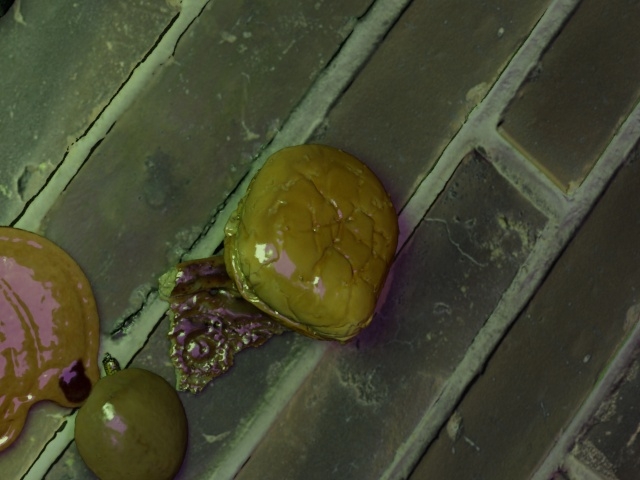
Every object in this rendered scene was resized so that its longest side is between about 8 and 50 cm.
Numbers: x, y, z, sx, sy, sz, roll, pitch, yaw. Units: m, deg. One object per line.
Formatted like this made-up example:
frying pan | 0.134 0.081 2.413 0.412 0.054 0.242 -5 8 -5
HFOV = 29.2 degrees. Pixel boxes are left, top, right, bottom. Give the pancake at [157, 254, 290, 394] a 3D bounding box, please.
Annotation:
pancake | -0.145 0.138 1.946 0.266 0.057 0.244 24 85 -21

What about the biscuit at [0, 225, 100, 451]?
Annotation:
biscuit | -0.546 0.159 1.793 0.455 0.078 0.349 -30 99 -17

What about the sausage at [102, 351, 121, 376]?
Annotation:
sausage | -0.303 0.267 1.909 0.028 0.025 0.198 -17 98 -14

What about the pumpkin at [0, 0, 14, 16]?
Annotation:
pumpkin | -0.544 -0.394 1.654 0.296 0.296 0.295 -1 93 -21

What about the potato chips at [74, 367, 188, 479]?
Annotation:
potato chips | -0.273 0.298 1.873 0.195 0.062 0.208 -15 96 -41

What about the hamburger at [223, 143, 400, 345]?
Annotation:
hamburger | 0.000 0.000 1.919 0.319 0.158 0.318 10 70 -30
